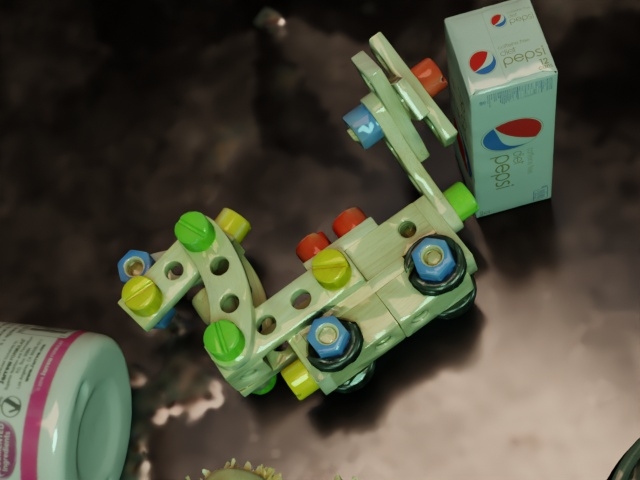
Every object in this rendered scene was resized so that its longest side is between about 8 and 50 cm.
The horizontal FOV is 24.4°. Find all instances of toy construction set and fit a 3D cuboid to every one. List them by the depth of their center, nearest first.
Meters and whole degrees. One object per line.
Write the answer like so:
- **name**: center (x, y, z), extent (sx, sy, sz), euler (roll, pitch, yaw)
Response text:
- **toy construction set**: center (0.000, 0.000, 1.192), extent (0.327, 0.151, 0.215), euler (-42, 63, 11)

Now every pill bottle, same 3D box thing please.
- **pill bottle**: center (-0.309, 0.139, 1.184), extent (0.283, 0.160, 0.160), euler (5, 69, 13)

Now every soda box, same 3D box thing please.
- **soda box**: center (0.143, -0.100, 1.174), extent (0.069, 0.216, 0.074), euler (-16, 65, 0)

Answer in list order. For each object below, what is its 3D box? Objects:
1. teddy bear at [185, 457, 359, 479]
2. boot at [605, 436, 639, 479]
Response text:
- **teddy bear**: center (-0.047, 0.325, 1.101), extent (0.245, 0.113, 0.338), euler (-3, 63, -6)
- **boot**: center (0.333, 0.196, 1.092), extent (0.229, 0.091, 0.263), euler (26, 81, 11)
